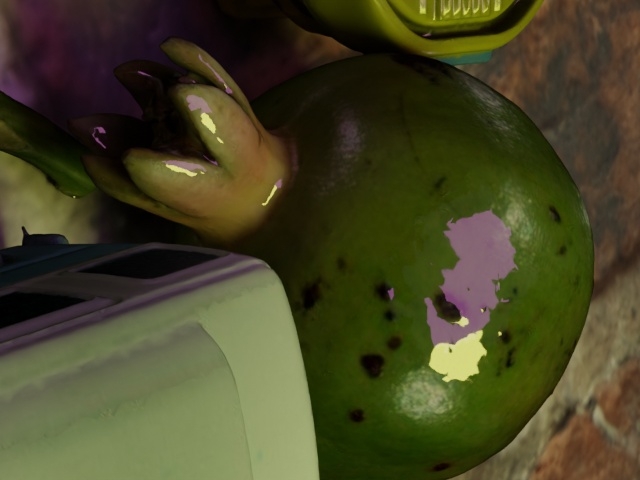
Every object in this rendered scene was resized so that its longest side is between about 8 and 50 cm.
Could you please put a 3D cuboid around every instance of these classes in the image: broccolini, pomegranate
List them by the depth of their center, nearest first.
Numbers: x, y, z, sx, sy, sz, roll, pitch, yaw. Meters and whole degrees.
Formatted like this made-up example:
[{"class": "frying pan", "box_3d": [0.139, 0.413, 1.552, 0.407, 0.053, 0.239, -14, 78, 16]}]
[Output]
[{"class": "broccolini", "box_3d": [-0.160, -0.051, 0.622, 0.054, 0.051, 0.239, -49, 149, 16]}, {"class": "pomegranate", "box_3d": [0.001, 0.000, 0.716, 0.225, 0.187, 0.187, 32, 63, -34]}]

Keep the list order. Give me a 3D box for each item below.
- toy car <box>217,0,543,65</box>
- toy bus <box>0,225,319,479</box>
[{"class": "toy car", "box_3d": [0.024, -0.202, 0.779, 0.200, 0.142, 0.248, -7, 104, -51]}, {"class": "toy bus", "box_3d": [-0.129, 0.081, 0.546, 0.271, 0.165, 0.133, -19, 103, -51]}]
